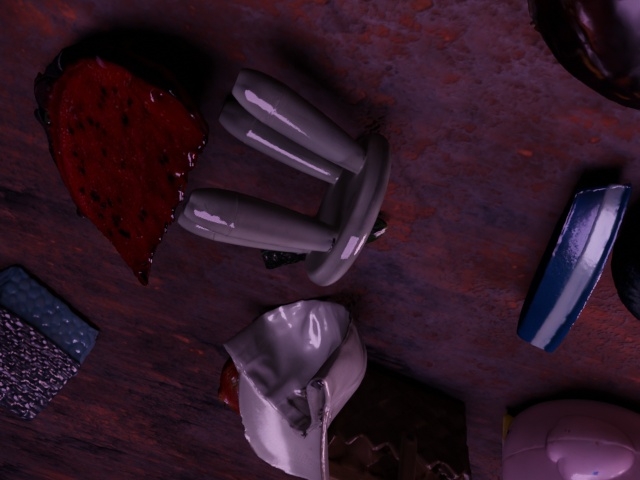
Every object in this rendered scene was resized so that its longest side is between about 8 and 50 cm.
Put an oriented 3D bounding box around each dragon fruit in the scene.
[{"bbox_3d":[-0.253,-0.133,0.849,0.282,0.100,0.343,45,138,5],"label":"dragon fruit"},{"bbox_3d":[-0.128,0.242,1.246,0.126,0.125,0.246,25,125,14],"label":"dragon fruit"}]

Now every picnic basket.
[{"bbox_3d":[0.114,0.423,1.191,0.292,0.320,0.254,23,136,-8],"label":"picnic basket"}]

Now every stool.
[{"bbox_3d":[-0.045,-0.065,0.768,0.199,0.195,0.195,20,173,-14],"label":"stool"}]

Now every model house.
[{"bbox_3d":[-0.625,0.233,1.313,0.226,0.241,0.261,-17,129,32],"label":"model house"}]

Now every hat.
[{"bbox_3d":[-0.011,0.257,1.076,0.258,0.168,0.301,8,109,50],"label":"hat"}]

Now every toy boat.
[{"bbox_3d":[0.319,0.033,0.843,0.062,0.096,0.299,19,139,13],"label":"toy boat"}]

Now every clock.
[{"bbox_3d":[0.503,0.447,1.115,0.377,0.250,0.368,-1,136,22],"label":"clock"}]

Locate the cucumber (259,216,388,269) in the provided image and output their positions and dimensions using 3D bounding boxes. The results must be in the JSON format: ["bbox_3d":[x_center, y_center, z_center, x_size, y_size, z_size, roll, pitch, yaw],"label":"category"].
[{"bbox_3d":[0.000,0.000,0.956,0.215,0.052,0.058,-13,151,31],"label":"cucumber"}]

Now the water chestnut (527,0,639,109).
[{"bbox_3d":[0.272,-0.217,0.439,0.300,0.300,0.300,11,139,9],"label":"water chestnut"}]

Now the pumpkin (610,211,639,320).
[{"bbox_3d":[0.443,0.036,0.761,0.202,0.140,0.202,30,148,20],"label":"pumpkin"}]
